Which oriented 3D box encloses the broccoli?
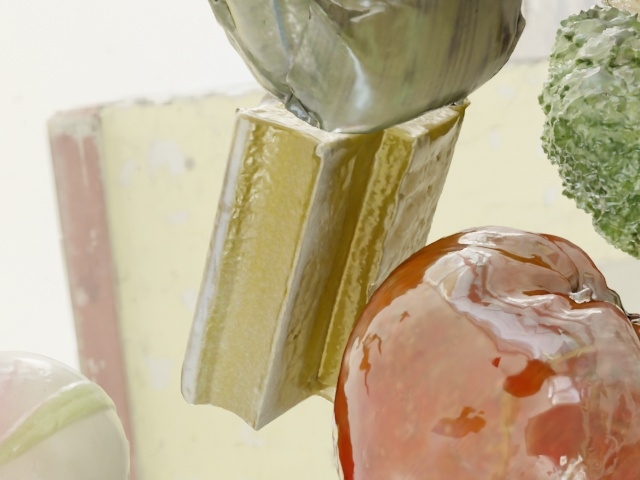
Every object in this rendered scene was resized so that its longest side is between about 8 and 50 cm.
[{"bbox_3d":[0.318,-0.108,1.071,0.302,0.254,0.186,-47,-24,-45],"label":"broccoli"}]

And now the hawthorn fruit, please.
[{"bbox_3d":[0.137,0.127,0.849,0.284,0.284,0.284,172,90,-81],"label":"hawthorn fruit"}]

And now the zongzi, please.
[{"bbox_3d":[0.068,-0.205,0.426,0.360,0.160,0.323,5,112,54],"label":"zongzi"}]

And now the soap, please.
[{"bbox_3d":[0.000,0.000,1.037,0.143,0.259,0.281,28,119,23],"label":"soap"}]

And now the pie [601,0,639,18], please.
[{"bbox_3d":[0.467,-0.325,1.546,0.218,0.185,0.052,167,106,-79],"label":"pie"}]

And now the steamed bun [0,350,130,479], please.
[{"bbox_3d":[-0.396,0.255,1.344,0.309,0.309,0.309,172,90,-81],"label":"steamed bun"}]
